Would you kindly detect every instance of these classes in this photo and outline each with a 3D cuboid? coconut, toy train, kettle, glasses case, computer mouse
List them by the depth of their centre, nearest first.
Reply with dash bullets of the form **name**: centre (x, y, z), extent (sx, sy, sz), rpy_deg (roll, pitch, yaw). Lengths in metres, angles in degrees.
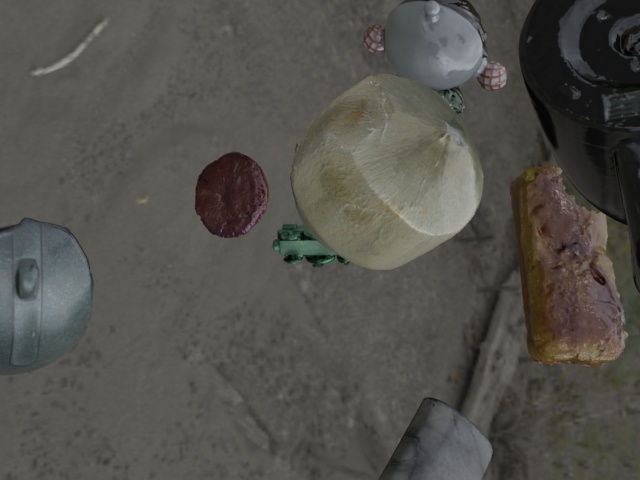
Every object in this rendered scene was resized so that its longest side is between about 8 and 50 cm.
- **kettle**: centre (0.312, -0.086, 0.894), extent (0.290, 0.207, 0.269), rpy_deg (56, 38, -54)
- **glasses case**: centre (0.105, 0.323, 1.107), extent (0.114, 0.060, 0.299), rpy_deg (39, 47, -1)
- **coconut**: centre (0.094, -0.099, 1.251), extent (0.244, 0.247, 0.245), rpy_deg (21, 53, -32)
- **computer mouse**: centre (-0.447, 0.111, 1.405), extent (0.203, 0.374, 0.114), rpy_deg (-4, 57, -22)
- **toy train**: centre (0.000, 0.000, 1.785), extent (0.105, 0.178, 0.071), rpy_deg (-75, 163, -67)

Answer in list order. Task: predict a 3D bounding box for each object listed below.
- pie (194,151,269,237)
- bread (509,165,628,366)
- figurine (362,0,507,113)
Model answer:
- **pie**: centre (-0.150, -0.076, 1.574), extent (0.036, 0.154, 0.155), rpy_deg (6, 75, -57)
- **bread**: centre (0.457, 0.041, 1.728), extent (0.109, 0.185, 0.381), rpy_deg (110, -21, -67)
- **figurine**: centre (0.198, -0.308, 1.733), extent (0.370, 0.281, 0.167), rpy_deg (95, 20, -48)
